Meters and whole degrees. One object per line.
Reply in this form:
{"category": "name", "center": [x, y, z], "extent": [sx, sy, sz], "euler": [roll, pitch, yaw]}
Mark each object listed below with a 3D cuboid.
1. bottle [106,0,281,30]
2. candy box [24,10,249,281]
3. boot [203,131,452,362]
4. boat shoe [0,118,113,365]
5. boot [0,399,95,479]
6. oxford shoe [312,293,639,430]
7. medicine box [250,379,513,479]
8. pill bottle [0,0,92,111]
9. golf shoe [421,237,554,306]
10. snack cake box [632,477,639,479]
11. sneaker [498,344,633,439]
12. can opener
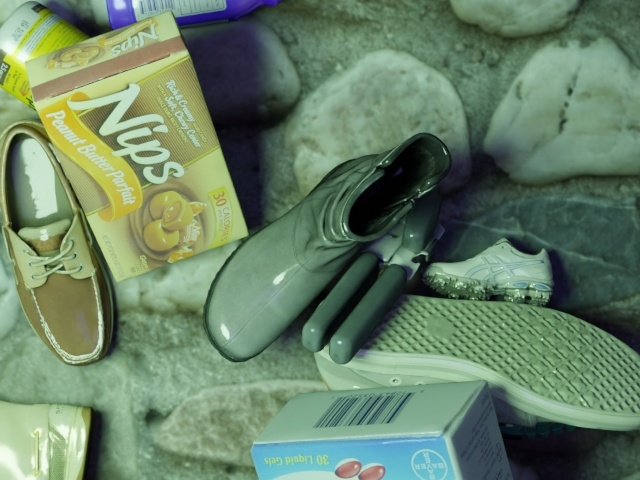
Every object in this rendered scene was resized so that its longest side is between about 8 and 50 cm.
{"category": "bottle", "center": [-0.135, -0.337, 1.728], "extent": [0.282, 0.092, 0.118], "euler": [-10, 92, -4]}
{"category": "candy box", "center": [-0.214, -0.105, 1.632], "extent": [0.183, 0.087, 0.316], "euler": [-20, 136, -4]}
{"category": "boot", "center": [0.000, 0.000, 1.637], "extent": [0.118, 0.222, 0.338], "euler": [41, 72, -11]}
{"category": "boat shoe", "center": [-0.345, 0.005, 1.703], "extent": [0.123, 0.116, 0.324], "euler": [-18, 91, -4]}
{"category": "boot", "center": [-0.406, 0.324, 1.712], "extent": [0.203, 0.095, 0.262], "euler": [10, 88, -4]}
{"category": "oxford shoe", "center": [0.204, 0.167, 1.717], "extent": [0.449, 0.169, 0.130], "euler": [9, 131, 3]}
{"category": "medicine box", "center": [0.093, 0.333, 1.636], "extent": [0.263, 0.149, 0.289], "euler": [-8, 107, 28]}
{"category": "pill bottle", "center": [-0.307, -0.198, 1.705], "extent": [0.215, 0.117, 0.117], "euler": [34, 88, -3]}
{"category": "golf shoe", "center": [0.220, 0.037, 1.780], "extent": [0.176, 0.069, 0.086], "euler": [8, 70, -7]}
{"category": "snack cake box", "center": [0.393, 0.370, 1.739], "extent": [0.264, 0.152, 0.089], "euler": [-14, 91, -4]}
{"category": "sneaker", "center": [0.315, 0.200, 1.784], "extent": [0.223, 0.083, 0.098], "euler": [-8, 64, -3]}
{"category": "can opener", "center": [0.072, 0.031, 1.680], "extent": [0.076, 0.095, 0.283], "euler": [23, 45, 18]}
